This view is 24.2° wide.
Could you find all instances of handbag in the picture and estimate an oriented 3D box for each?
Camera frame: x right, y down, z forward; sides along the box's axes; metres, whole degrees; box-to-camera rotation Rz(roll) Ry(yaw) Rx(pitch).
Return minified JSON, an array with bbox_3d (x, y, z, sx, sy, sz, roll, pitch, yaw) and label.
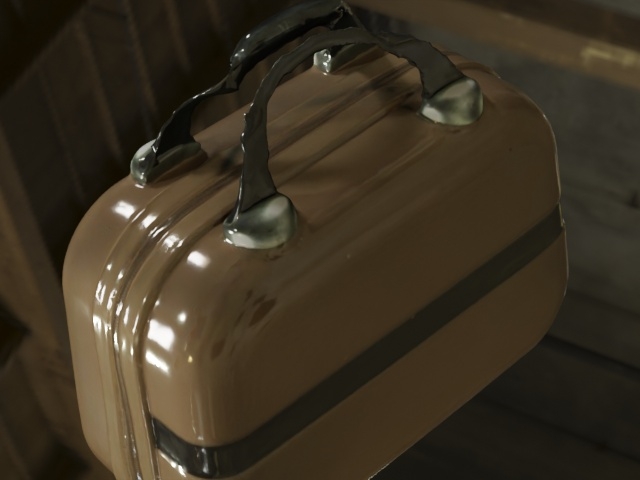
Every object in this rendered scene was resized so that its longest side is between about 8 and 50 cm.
[{"bbox_3d":[0.000,0.000,0.837,0.302,0.149,0.283,-32,-47,-27],"label":"handbag"}]
